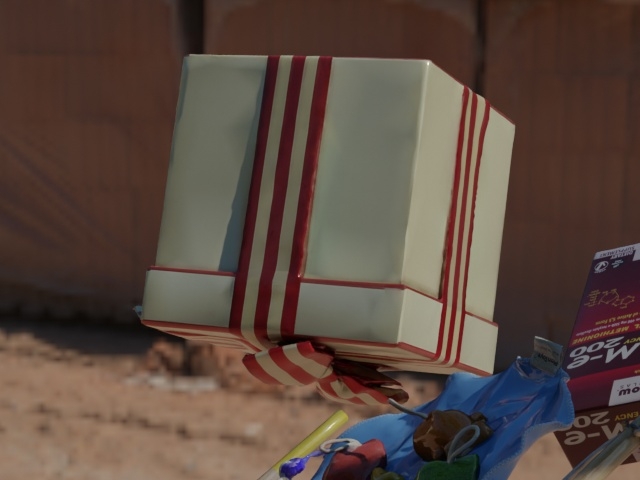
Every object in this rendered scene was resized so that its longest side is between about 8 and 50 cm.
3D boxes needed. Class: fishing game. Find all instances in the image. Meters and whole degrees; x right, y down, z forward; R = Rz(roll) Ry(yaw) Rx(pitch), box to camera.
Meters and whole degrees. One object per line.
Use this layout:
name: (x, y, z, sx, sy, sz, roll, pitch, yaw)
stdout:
fishing game: (0.018, 0.097, 0.724, 0.189, 0.041, 0.264, -39, 11, -19)

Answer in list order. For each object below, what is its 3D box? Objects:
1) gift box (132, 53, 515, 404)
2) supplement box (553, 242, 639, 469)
gift box: (0.000, 0.000, 1.517, 0.276, 0.258, 0.255, 2, -10, 29)
supplement box: (0.292, 0.094, 1.626, 0.130, 0.073, 0.239, -16, 30, 30)
